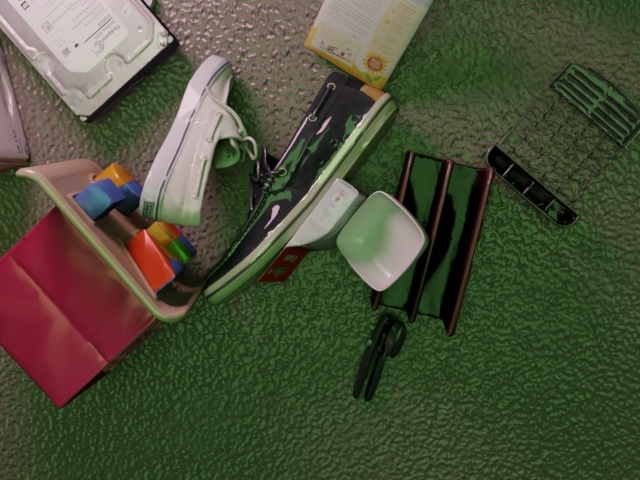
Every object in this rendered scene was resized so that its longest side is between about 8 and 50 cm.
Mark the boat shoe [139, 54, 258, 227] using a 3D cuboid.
[{"bbox_3d":[-0.185,-0.174,1.428,0.157,0.135,0.367,18,54,-1],"label":"boat shoe"}]

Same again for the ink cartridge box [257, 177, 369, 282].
[{"bbox_3d":[0.000,0.000,1.471,0.066,0.189,0.232,36,95,12],"label":"ink cartridge box"}]

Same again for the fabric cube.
[{"bbox_3d":[-0.430,0.103,1.470,0.259,0.254,0.258,-42,90,6],"label":"fabric cube"}]

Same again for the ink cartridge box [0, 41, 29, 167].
[{"bbox_3d":[-0.786,-0.235,1.505,0.385,0.160,0.279,-14,94,4],"label":"ink cartridge box"}]

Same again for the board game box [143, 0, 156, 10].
[{"bbox_3d":[-0.402,-0.441,1.535,0.154,0.026,0.103,19,95,1],"label":"board game box"}]

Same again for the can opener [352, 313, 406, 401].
[{"bbox_3d":[0.106,0.227,1.551,0.059,0.073,0.186,24,105,-7],"label":"can opener"}]

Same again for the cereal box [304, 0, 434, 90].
[{"bbox_3d":[0.092,-0.404,1.435,0.173,0.047,0.240,32,134,0],"label":"cereal box"}]

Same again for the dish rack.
[{"bbox_3d":[0.458,-0.184,1.490,0.208,0.074,0.271,40,95,-2],"label":"dish rack"}]

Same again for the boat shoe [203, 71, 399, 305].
[{"bbox_3d":[-0.062,-0.096,1.475,0.156,0.187,0.500,38,91,5],"label":"boat shoe"}]

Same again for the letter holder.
[{"bbox_3d":[0.198,0.000,1.447,0.152,0.214,0.301,13,96,2],"label":"letter holder"}]

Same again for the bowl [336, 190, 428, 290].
[{"bbox_3d":[0.115,0.002,1.398,0.142,0.053,0.142,-51,62,22],"label":"bowl"}]

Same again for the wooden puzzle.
[{"bbox_3d":[-0.331,-0.027,1.405,0.080,0.322,0.348,-44,96,6],"label":"wooden puzzle"}]

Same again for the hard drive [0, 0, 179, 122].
[{"bbox_3d":[-0.460,-0.420,1.495,0.237,0.064,0.339,-40,93,6],"label":"hard drive"}]
